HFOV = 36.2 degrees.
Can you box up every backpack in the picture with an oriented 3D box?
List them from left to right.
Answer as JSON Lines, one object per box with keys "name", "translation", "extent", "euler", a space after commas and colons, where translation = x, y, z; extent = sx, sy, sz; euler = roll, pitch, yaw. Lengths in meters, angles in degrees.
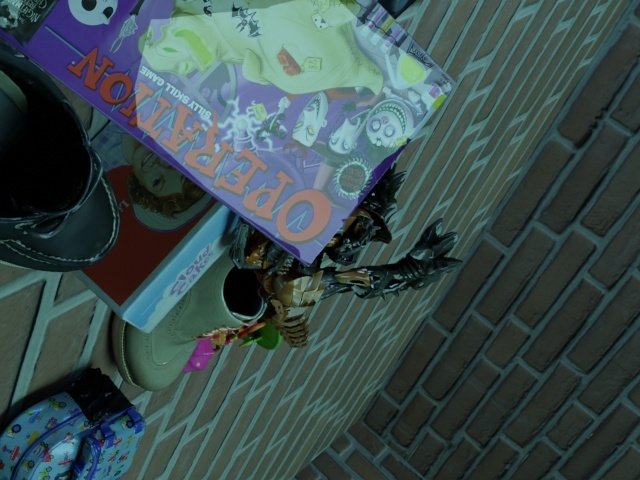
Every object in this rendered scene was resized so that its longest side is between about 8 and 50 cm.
{"name": "backpack", "translation": [-0.329, 0.265, 1.245], "extent": [0.173, 0.117, 0.158], "euler": [-22, 147, -53]}

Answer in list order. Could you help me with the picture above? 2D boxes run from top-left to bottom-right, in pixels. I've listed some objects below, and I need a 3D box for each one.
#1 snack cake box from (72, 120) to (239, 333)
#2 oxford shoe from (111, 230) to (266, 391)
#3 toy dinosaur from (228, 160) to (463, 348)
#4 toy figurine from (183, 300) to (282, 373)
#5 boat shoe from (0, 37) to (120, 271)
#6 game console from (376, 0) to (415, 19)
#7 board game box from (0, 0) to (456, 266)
{"name": "snack cake box", "translation": [-0.141, -0.059, 0.959], "extent": [0.264, 0.152, 0.089], "euler": [-48, 164, -7]}
{"name": "oxford shoe", "translation": [-0.156, 0.082, 1.238], "extent": [0.140, 0.146, 0.397], "euler": [-34, 158, -45]}
{"name": "toy dinosaur", "translation": [0.000, 0.000, 1.011], "extent": [0.219, 0.164, 0.322], "euler": [-16, 166, -24]}
{"name": "toy figurine", "translation": [-0.166, 0.138, 1.461], "extent": [0.159, 0.130, 0.173], "euler": [-24, 177, -29]}
{"name": "boat shoe", "translation": [-0.217, -0.058, 0.695], "extent": [0.127, 0.113, 0.340], "euler": [-56, 150, -20]}
{"name": "game console", "translation": [0.134, -0.412, 1.077], "extent": [0.342, 0.060, 0.386], "euler": [-41, 162, -28]}
{"name": "board game box", "translation": [-0.068, -0.151, 0.764], "extent": [0.347, 0.056, 0.208], "euler": [37, 97, -33]}
